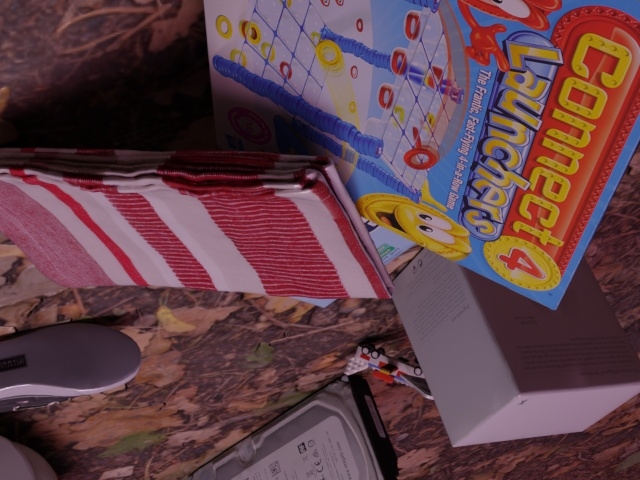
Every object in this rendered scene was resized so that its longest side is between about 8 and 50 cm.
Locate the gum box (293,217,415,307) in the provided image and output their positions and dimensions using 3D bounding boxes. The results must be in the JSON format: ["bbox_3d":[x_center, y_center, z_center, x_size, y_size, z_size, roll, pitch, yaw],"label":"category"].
[{"bbox_3d":[0.000,0.000,1.057,0.157,0.041,0.184,-36,146,24],"label":"gum box"}]

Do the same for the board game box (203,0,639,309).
[{"bbox_3d":[0.070,-0.122,0.669,0.086,0.301,0.308,-56,164,-29],"label":"board game box"}]

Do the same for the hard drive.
[{"bbox_3d":[-0.036,0.378,1.452,0.339,0.237,0.064,-36,147,25],"label":"hard drive"}]

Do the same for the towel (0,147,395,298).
[{"bbox_3d":[-0.121,-0.004,0.828,0.328,0.037,0.237,2,156,18],"label":"towel"}]

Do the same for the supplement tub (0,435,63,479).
[{"bbox_3d":[-0.395,0.361,1.237,0.191,0.191,0.272,-17,150,-7],"label":"supplement tub"}]

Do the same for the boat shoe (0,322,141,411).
[{"bbox_3d":[-0.307,0.147,1.066,0.228,0.080,0.076,-10,154,-17],"label":"boat shoe"}]

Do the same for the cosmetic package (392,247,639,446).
[{"bbox_3d":[0.237,0.114,1.210,0.224,0.225,0.138,2,142,-34],"label":"cosmetic package"}]

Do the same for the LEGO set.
[{"bbox_3d":[0.151,0.194,1.326,0.182,0.244,0.060,15,98,-25],"label":"LEGO set"}]
